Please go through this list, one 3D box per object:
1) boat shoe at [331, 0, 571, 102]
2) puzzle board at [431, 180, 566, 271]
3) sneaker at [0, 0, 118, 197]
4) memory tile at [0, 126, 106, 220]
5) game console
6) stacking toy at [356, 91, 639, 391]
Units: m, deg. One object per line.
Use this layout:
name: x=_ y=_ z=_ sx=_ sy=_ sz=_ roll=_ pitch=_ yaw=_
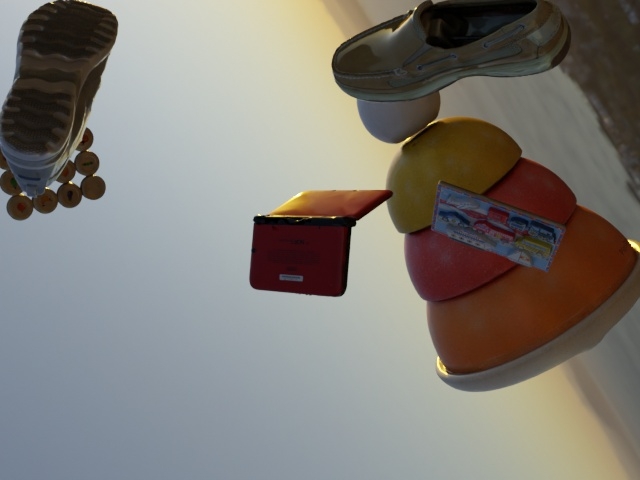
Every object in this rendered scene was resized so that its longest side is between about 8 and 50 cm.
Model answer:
boat shoe: x=0.083 y=-0.152 z=0.704 sx=0.072 sy=0.190 sz=0.068 roll=28 pitch=-121 yaw=-54
puzzle board: x=0.173 y=-0.010 z=0.944 sx=0.128 sy=0.011 sz=0.096 roll=21 pitch=155 yaw=13
sneaker: x=-0.318 y=-0.177 z=1.125 sx=0.115 sy=0.105 sz=0.281 roll=114 pitch=171 yaw=-51
memory tile: x=-0.381 y=-0.095 z=1.345 sx=0.012 sy=0.148 sz=0.113 roll=16 pitch=120 yaw=52
game console: x=0.000 y=0.000 z=1.065 sx=0.085 sy=0.144 sz=0.124 roll=7 pitch=-94 yaw=-47
stacking toy: x=0.211 y=-0.058 z=1.369 sx=0.480 sy=0.350 sz=0.350 roll=56 pitch=-172 yaw=-6
